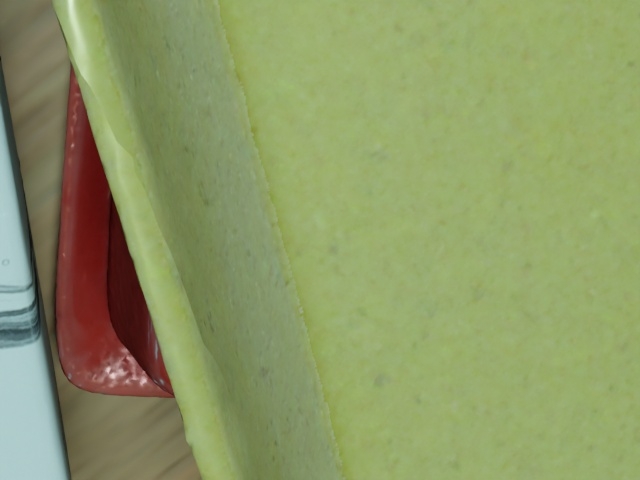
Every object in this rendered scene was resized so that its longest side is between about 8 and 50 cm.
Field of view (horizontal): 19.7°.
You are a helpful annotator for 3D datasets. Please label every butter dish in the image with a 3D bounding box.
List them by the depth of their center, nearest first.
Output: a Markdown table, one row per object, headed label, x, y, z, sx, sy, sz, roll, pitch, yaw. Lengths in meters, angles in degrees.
| label | x | y | z | sx | sy | sz | roll | pitch | yaw |
| --- | --- | --- | --- | --- | --- | --- | --- | --- | --- |
| butter dish | 0.000 | 0.000 | 0.589 | 0.160 | 0.118 | 0.160 | 2 | 113 | -12 |

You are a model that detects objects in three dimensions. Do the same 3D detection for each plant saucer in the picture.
| label | x | y | z | sx | sy | sz | roll | pitch | yaw |
| --- | --- | --- | --- | --- | --- | --- | --- | --- | --- |
| plant saucer | 0.117 | 0.006 | 0.519 | 0.333 | 0.081 | 0.333 | -19 | 113 | -11 |

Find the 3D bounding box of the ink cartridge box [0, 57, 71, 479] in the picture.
| label | x | y | z | sx | sy | sz | roll | pitch | yaw |
| --- | --- | --- | --- | --- | --- | --- | --- | --- | --- |
| ink cartridge box | -0.187 | -0.006 | 0.549 | 0.197 | 0.114 | 0.273 | -10 | 117 | -8 |
